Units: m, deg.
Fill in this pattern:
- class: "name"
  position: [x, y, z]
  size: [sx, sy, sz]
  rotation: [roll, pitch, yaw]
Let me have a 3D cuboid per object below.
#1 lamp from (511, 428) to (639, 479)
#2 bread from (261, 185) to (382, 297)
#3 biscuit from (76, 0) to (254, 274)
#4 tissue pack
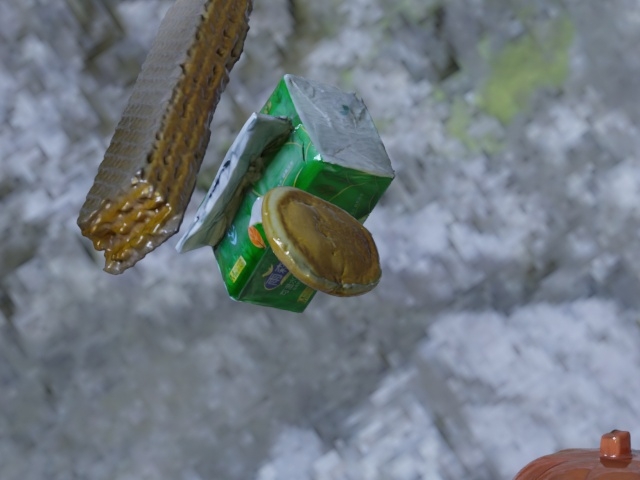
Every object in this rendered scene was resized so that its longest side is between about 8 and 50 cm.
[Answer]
- class: "lamp"
  position: [0.229, 0.228, 1.521]
  size: [0.187, 0.188, 0.163]
  rotation: [-146, 57, -81]
- class: "bread"
  position: [0.000, 0.000, 1.487]
  size: [0.110, 0.024, 0.110]
  rotation: [31, -149, -21]
- class: "biscuit"
  position: [-0.129, -0.118, 1.697]
  size: [0.054, 0.094, 0.378]
  rotation: [40, -144, -20]
- class: "tissue pack"
  position: [-0.050, -0.054, 2.073]
  size: [0.156, 0.209, 0.148]
  rotation: [13, -143, -30]
